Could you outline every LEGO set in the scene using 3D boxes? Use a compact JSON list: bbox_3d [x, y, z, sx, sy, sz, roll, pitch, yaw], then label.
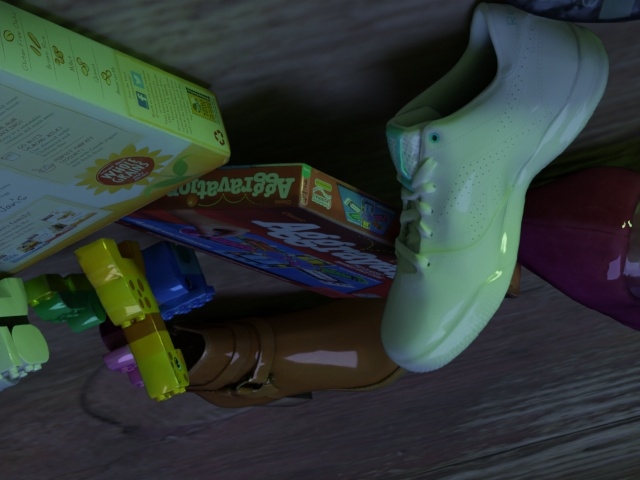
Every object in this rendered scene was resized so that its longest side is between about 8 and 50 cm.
[{"bbox_3d":[-0.115,0.055,0.963,0.087,0.093,0.227,-25,172,15],"label":"LEGO set"}]

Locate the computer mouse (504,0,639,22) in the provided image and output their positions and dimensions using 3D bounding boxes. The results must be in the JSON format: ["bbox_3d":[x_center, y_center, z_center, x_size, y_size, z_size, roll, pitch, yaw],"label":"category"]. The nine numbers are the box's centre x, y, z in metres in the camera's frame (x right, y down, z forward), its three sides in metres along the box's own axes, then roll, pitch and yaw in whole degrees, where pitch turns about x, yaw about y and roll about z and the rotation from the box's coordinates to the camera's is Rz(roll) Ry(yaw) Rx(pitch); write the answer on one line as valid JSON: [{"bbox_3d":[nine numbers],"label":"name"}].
[{"bbox_3d":[0.193,-0.127,0.775,0.262,0.060,0.184,-6,138,-8],"label":"computer mouse"}]

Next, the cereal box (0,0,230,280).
[{"bbox_3d":[-0.181,-0.049,0.796,0.173,0.047,0.240,-25,157,25],"label":"cereal box"}]

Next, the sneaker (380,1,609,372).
[{"bbox_3d":[0.067,-0.031,0.891,0.094,0.080,0.212,16,105,-33],"label":"sneaker"}]

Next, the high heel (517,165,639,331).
[{"bbox_3d":[0.242,0.012,1.217,0.181,0.127,0.377,11,171,18],"label":"high heel"}]

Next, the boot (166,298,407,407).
[{"bbox_3d":[-0.026,0.074,1.177,0.197,0.073,0.152,-33,150,34],"label":"boot"}]

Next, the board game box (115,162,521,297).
[{"bbox_3d":[0.000,0.000,0.999,0.145,0.027,0.281,-2,167,31],"label":"board game box"}]

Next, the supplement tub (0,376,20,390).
[{"bbox_3d":[-0.249,0.074,1.027,0.107,0.071,0.071,-19,158,9],"label":"supplement tub"}]
